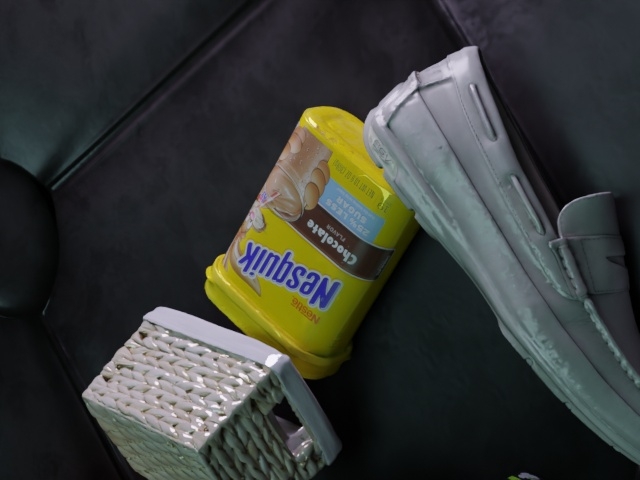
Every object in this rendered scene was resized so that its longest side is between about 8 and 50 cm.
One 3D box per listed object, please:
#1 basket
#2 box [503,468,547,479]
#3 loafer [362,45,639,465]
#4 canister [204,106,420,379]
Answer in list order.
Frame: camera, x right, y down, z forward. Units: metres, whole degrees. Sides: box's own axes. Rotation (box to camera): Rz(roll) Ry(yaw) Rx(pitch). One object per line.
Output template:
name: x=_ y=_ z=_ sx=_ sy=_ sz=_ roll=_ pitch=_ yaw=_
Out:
basket: x=-0.087 y=0.137 z=1.223 sx=0.167 sy=0.103 sz=0.113 roll=17 pitch=146 yaw=47
box: x=0.144 y=0.205 z=1.127 sx=0.062 sy=0.083 sz=0.052 roll=22 pitch=111 yaw=31
loafer: x=0.157 y=0.011 z=1.066 sx=0.111 sy=0.112 sz=0.319 roll=-39 pitch=82 yaw=11
canister: x=0.000 y=0.000 z=1.200 sx=0.126 sy=0.073 sz=0.170 roll=41 pitch=118 yaw=22
